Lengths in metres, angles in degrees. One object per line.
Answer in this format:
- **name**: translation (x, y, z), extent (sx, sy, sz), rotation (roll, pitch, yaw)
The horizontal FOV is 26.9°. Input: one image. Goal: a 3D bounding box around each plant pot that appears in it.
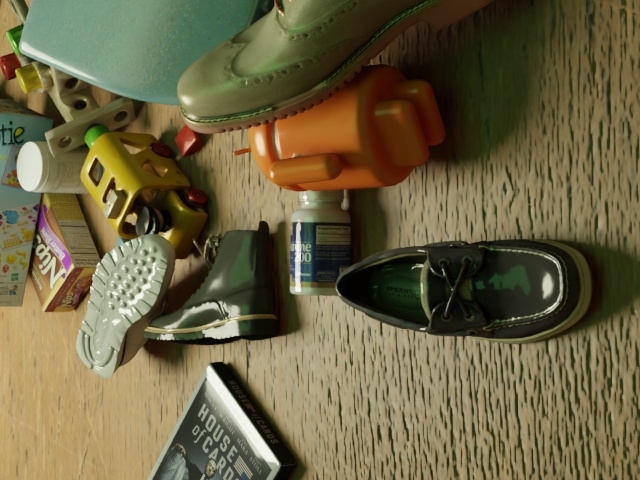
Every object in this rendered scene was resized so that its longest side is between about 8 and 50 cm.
- **plant pot**: translation (-0.140, -0.274, 1.508), extent (0.252, 0.247, 0.248), rotation (32, 114, 24)

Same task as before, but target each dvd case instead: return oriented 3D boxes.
- **dvd case**: translation (-0.132, 0.295, 1.637), extent (0.179, 0.029, 0.238), rotation (49, 124, 36)

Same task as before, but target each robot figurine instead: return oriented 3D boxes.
- **robot figurine**: translation (0.019, -0.115, 1.391), extent (0.219, 0.128, 0.158), rotation (-2, 70, 34)

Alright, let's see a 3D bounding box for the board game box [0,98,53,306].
- **board game box**: translation (-0.491, -0.058, 1.880), extent (0.142, 0.144, 0.275), rotation (25, 106, 48)

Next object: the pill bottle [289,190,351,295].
- **pill bottle**: translation (0.000, 0.000, 1.468), extent (0.067, 0.067, 0.120), rotation (1, 90, 48)

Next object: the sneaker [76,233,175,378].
- **sneaker**: translation (-0.233, 0.070, 1.687), extent (0.090, 0.095, 0.235), rotation (45, 129, 14)

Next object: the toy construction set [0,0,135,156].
- **toy construction set**: translation (-0.370, -0.229, 1.729), extent (0.237, 0.309, 0.257), rotation (61, 138, 23)

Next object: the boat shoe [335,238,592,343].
- **boat shoe**: translation (0.131, 0.050, 1.303), extent (0.285, 0.092, 0.103), rotation (-1, 89, 48)

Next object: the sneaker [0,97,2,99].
- **sneaker**: translation (-0.508, -0.133, 2.011), extent (0.153, 0.094, 0.235), rotation (-49, 45, 46)

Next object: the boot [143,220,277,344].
- **boot**: translation (-0.130, 0.055, 1.618), extent (0.198, 0.077, 0.137), rotation (-7, 79, 34)

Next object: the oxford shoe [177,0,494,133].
- **oxford shoe**: translation (0.007, -0.245, 1.304), extent (0.397, 0.146, 0.140), rotation (-30, 40, 14)

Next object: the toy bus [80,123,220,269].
- **toy bus**: translation (-0.225, -0.049, 1.690), extent (0.202, 0.104, 0.191), rotation (-10, 82, 48)

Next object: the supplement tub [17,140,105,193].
- **supplement tub**: translation (-0.352, -0.100, 1.829), extent (0.071, 0.107, 0.071), rotation (-2, 88, 48)

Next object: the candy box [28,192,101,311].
- **candy box**: translation (-0.379, -0.003, 1.898), extent (0.109, 0.053, 0.186), rotation (-48, 54, 37)
